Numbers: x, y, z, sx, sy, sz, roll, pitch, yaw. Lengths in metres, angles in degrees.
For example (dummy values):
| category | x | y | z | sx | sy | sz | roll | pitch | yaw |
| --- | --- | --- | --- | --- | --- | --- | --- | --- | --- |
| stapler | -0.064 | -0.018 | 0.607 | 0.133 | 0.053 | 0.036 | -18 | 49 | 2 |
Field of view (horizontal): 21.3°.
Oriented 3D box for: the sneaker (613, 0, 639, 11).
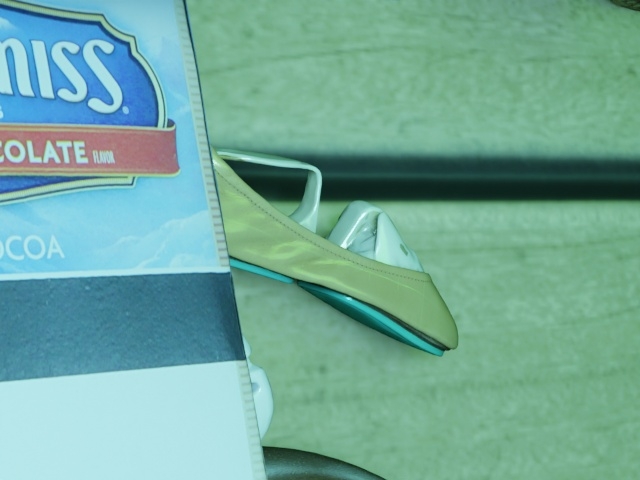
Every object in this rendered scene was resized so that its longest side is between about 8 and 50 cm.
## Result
| category | x | y | z | sx | sy | sz | roll | pitch | yaw |
| --- | --- | --- | --- | --- | --- | --- | --- | --- | --- |
| sneaker | 0.271 | -0.221 | 1.281 | 0.192 | 0.064 | 0.086 | -3 | 71 | -41 |

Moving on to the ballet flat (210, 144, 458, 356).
| category | x | y | z | sx | sy | sz | roll | pitch | yaw |
| --- | --- | --- | --- | --- | --- | --- | --- | --- | --- |
| ballet flat | 0.000 | 0.000 | 0.956 | 0.232 | 0.080 | 0.073 | 24 | 89 | -34 |

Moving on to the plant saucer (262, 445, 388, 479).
| category | x | y | z | sx | sy | sz | roll | pitch | yaw |
| --- | --- | --- | --- | --- | --- | --- | --- | --- | --- |
| plant saucer | 0.005 | 0.237 | 0.854 | 0.311 | 0.050 | 0.310 | 16 | 54 | -23 |

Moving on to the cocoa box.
| category | x | y | z | sx | sy | sz | roll | pitch | yaw |
| --- | --- | --- | --- | --- | --- | --- | --- | --- | --- |
| cocoa box | -0.232 | 0.025 | 0.653 | 0.347 | 0.231 | 0.227 | -2 | 78 | -41 |

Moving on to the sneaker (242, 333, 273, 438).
| category | x | y | z | sx | sy | sz | roll | pitch | yaw |
| --- | --- | --- | --- | --- | --- | --- | --- | --- | --- |
| sneaker | -0.116 | 0.021 | 0.846 | 0.104 | 0.095 | 0.236 | -32 | 99 | -42 |
